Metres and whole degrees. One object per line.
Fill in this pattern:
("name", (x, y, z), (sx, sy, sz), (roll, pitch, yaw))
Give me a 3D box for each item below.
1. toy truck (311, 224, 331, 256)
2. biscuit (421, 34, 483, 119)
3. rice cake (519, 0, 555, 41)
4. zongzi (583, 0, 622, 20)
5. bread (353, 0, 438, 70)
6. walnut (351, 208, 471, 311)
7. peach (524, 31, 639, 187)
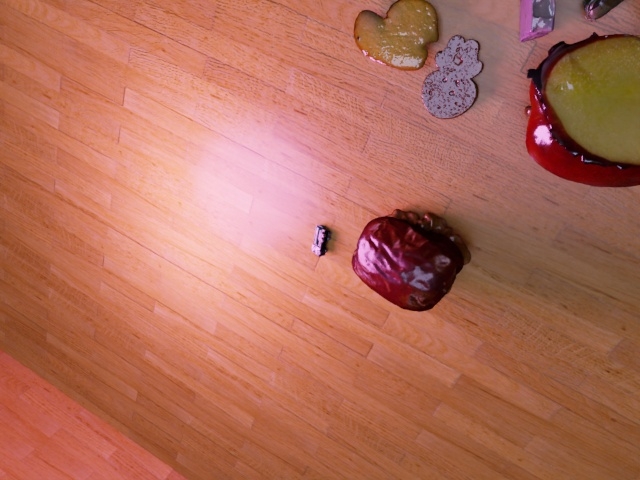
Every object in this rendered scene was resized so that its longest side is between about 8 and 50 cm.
("toy truck", (0.000, 0.000, 1.280), (0.044, 0.039, 0.083), (27, 119, 31))
("biscuit", (0.294, -0.355, 1.011), (0.124, 0.026, 0.175), (22, 118, 13))
("rice cake", (0.406, -0.531, 0.844), (0.050, 0.106, 0.298), (-1, 110, 14))
("zongzi", (0.523, -0.486, 0.849), (0.109, 0.055, 0.119), (-37, 74, 43))
("bread", (0.168, -0.459, 1.009), (0.187, 0.065, 0.150), (27, 108, 15))
("walnut", (0.211, 0.033, 1.115), (0.269, 0.221, 0.244), (30, 88, 19))
("peach", (0.557, -0.227, 0.854), (0.361, 0.201, 0.258), (3, 85, 12))
